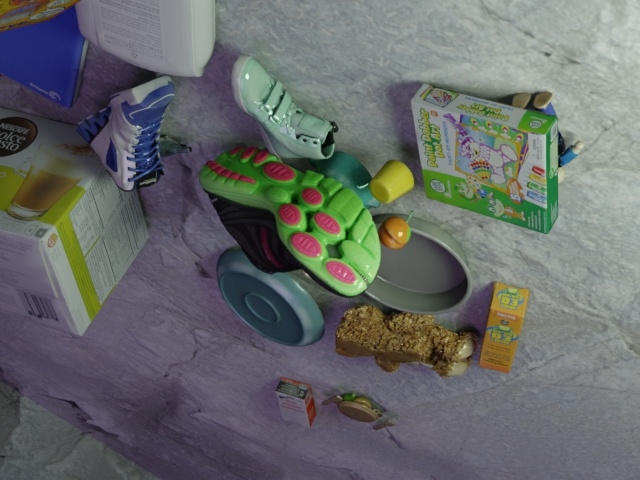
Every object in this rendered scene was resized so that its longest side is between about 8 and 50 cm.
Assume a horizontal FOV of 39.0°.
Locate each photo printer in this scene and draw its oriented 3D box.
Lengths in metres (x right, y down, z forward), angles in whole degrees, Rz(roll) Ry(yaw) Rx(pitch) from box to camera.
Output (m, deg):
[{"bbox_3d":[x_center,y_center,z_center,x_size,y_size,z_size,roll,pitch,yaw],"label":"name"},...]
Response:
[{"bbox_3d":[-0.304,-0.424,1.560,0.256,0.107,0.307,19,145,9],"label":"photo printer"}]

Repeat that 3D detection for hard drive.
[{"bbox_3d":[-0.561,-0.414,1.782,0.210,0.040,0.319,28,144,-5],"label":"hard drive"}]

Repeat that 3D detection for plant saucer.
[{"bbox_3d":[-0.133,0.152,2.192,0.317,0.044,0.317,27,146,20],"label":"plant saucer"}]

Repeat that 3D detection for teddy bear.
[{"bbox_3d":[0.205,0.229,2.115,0.338,0.113,0.245,3,147,16],"label":"teddy bear"}]

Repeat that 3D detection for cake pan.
[{"bbox_3d":[0.184,0.048,1.919,0.293,0.054,0.293,16,144,12],"label":"cake pan"}]

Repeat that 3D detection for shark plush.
[{"bbox_3d":[-0.337,-0.182,1.922,0.161,0.067,0.073,9,141,22],"label":"shark plush"}]

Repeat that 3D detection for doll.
[{"bbox_3d":[0.383,-0.165,1.536,0.129,0.046,0.189,2,138,30],"label":"doll"}]

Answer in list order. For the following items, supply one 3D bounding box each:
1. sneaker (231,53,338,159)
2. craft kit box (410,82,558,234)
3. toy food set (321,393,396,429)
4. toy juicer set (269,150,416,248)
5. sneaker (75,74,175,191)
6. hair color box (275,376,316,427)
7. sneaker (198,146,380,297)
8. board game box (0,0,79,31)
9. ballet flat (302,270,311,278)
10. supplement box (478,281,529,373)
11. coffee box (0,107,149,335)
[{"bbox_3d":[-0.056,-0.243,1.654,0.151,0.094,0.256,9,152,30],"label":"sneaker"},{"bbox_3d":[0.289,-0.140,1.573,0.246,0.061,0.250,22,149,30],"label":"craft kit box"},{"bbox_3d":[0.109,0.467,2.521,0.192,0.038,0.132,28,152,-14],"label":"toy food set"},{"bbox_3d":[0.059,-0.081,1.786,0.329,0.089,0.209,16,134,41],"label":"toy juicer set"},{"bbox_3d":[-0.361,-0.204,1.814,0.315,0.127,0.182,-20,100,53],"label":"sneaker"},{"bbox_3d":[-0.070,0.469,2.607,0.093,0.053,0.167,14,144,17],"label":"hair color box"},{"bbox_3d":[-0.048,-0.023,1.749,0.483,0.185,0.202,37,151,43],"label":"sneaker"},{"bbox_3d":[-0.498,-0.500,1.265,0.356,0.356,0.356,-14,103,41],"label":"board game box"},{"bbox_3d":[0.000,0.000,1.944,0.086,0.086,0.248,21,144,5],"label":"ballet flat"},{"bbox_3d":[0.394,0.191,1.958,0.078,0.080,0.233,13,141,13],"label":"supplement box"},{"bbox_3d":[-0.634,-0.047,2.041,0.337,0.334,0.338,15,141,15],"label":"coffee box"}]
